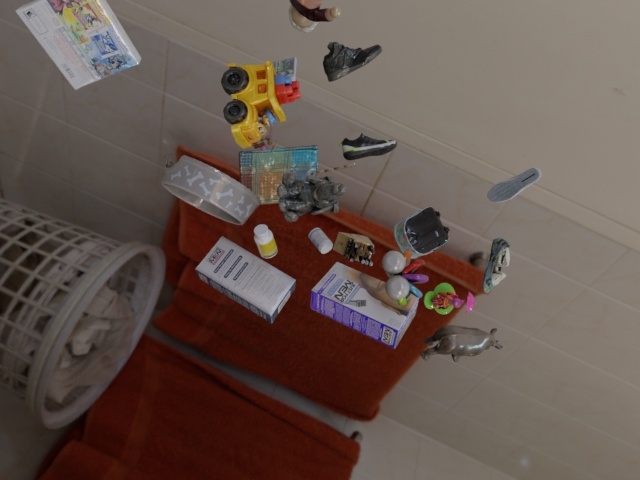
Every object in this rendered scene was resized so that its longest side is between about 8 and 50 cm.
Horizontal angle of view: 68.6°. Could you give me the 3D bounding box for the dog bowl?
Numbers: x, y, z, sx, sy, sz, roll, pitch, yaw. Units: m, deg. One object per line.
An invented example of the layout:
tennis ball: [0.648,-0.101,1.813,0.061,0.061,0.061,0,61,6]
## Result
dog bowl: [-0.379,-0.163,1.595,0.349,0.348,0.102,107,8,-81]

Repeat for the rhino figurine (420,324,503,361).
rhino figurine: [0.363,0.252,1.157,0.106,0.243,0.073,-46,-134,43]

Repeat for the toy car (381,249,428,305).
toy car: [0.276,0.115,1.507,0.159,0.136,0.182,47,35,-70]

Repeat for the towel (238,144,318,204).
towel: [-0.186,-0.292,2.150,0.040,0.370,0.272,-126,-146,-55]

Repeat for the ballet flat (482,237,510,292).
ballet flat: [0.571,0.087,1.513,0.070,0.070,0.189,-60,156,-77]

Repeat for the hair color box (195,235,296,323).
hair color box: [-0.285,0.150,1.807,0.174,0.347,0.105,-55,169,-25]

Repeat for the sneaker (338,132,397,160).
sneaker: [0.191,-0.389,1.865,0.084,0.234,0.097,126,-48,-76]

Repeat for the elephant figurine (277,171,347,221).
elephant figurine: [-0.006,-0.143,1.517,0.186,0.239,0.169,-77,155,-47]

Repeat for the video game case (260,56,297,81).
video game case: [-0.192,-0.745,2.079,0.022,0.173,0.190,72,13,-45]

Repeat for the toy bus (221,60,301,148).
toy bus: [-0.161,-0.392,1.341,0.149,0.211,0.220,64,21,-76]

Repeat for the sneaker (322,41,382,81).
sneaker: [0.110,-0.690,1.723,0.227,0.130,0.087,-23,-159,9]

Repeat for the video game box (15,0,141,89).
video game box: [-0.567,-0.487,1.116,0.048,0.187,0.205,-95,166,-46]

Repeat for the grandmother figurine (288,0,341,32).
grandmother figurine: [-0.041,-0.626,1.192,0.104,0.208,0.342,-40,-176,0]

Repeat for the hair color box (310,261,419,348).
hair color box: [0.154,0.220,1.660,0.185,0.338,0.110,-46,150,-43]

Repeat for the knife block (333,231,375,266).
knife block: [0.189,0.047,2.052,0.275,0.242,0.088,8,105,-49]

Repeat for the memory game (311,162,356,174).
memory game: [0.051,-0.280,1.847,0.186,0.186,0.012,-58,136,-79]

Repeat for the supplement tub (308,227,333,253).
supplement tub: [0.000,0.000,2.120,0.071,0.107,0.071,-27,146,-20]

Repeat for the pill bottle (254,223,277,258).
pill bottle: [-0.186,0.002,1.569,0.116,0.065,0.065,77,32,-50]

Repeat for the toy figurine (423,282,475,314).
toy figurine: [0.526,0.237,1.853,0.159,0.173,0.130,-3,-92,61]

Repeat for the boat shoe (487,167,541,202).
boat shoe: [0.803,-0.222,1.929,0.226,0.083,0.075,-27,170,34]

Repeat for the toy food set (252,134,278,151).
toy food set: [-0.228,-0.381,1.824,0.078,0.122,0.019,-67,153,-18]

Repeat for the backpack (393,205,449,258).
backpack: [0.491,-0.030,2.365,0.253,0.225,0.191,-29,-179,-35]
